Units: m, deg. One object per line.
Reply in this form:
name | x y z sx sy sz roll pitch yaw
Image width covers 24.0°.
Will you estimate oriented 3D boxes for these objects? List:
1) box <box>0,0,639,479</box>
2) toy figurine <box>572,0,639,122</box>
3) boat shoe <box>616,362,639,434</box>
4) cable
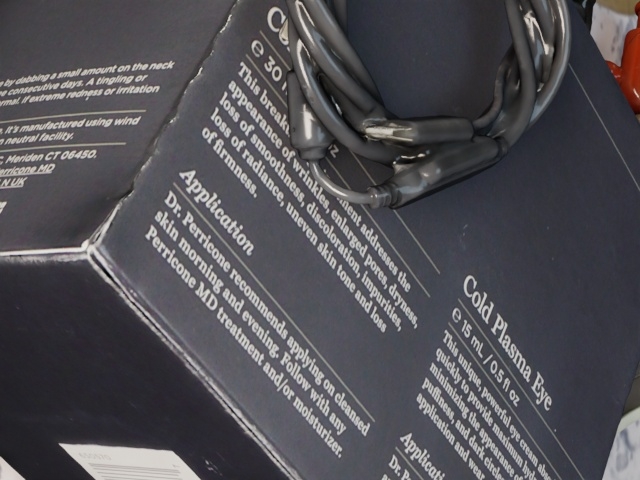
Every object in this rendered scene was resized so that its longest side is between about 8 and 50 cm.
box | 0.000 0.000 0.714 0.343 0.179 0.312 53 50 -35
toy figurine | 0.253 -0.116 1.020 0.213 0.209 0.148 20 77 -48
boat shoe | 0.190 0.086 1.024 0.227 0.081 0.069 -31 115 -46
cable | 0.042 -0.096 0.605 0.184 0.047 0.151 -24 100 -47
